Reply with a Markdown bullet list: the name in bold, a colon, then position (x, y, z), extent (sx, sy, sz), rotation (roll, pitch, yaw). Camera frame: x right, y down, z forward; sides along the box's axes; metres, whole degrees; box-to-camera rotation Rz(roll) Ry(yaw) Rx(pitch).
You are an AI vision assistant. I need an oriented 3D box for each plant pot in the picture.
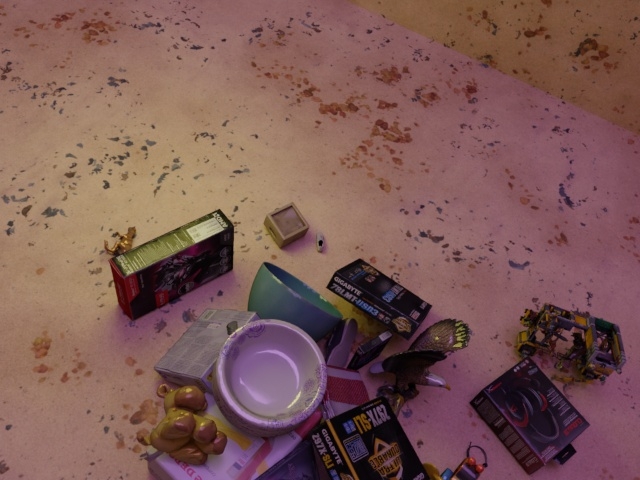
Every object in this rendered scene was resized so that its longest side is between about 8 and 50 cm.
- **plant pot**: position (-0.106, 0.224, 1.833), extent (0.290, 0.290, 0.195), rotation (36, 94, 14)

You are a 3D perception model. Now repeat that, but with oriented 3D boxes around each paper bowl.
- **paper bowl**: position (-0.136, 0.356, 1.568), extent (0.284, 0.148, 0.284), rotation (9, 58, -14)

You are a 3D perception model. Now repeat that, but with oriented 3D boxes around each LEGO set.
- **LEGO set**: position (0.775, 0.353, 1.905), extent (0.331, 0.255, 0.192), rotation (26, 37, -1)

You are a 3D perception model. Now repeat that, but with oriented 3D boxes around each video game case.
- **video game case**: position (-0.107, 0.653, 1.531), extent (0.274, 0.196, 0.026), rotation (-25, 23, -39)

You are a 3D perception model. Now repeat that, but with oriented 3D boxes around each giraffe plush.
- **giraffe plush**: position (-0.332, 0.433, 1.500), extent (0.210, 0.181, 0.170), rotation (-19, 38, 19)

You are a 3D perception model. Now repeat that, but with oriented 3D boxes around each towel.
- **towel**: position (0.092, 0.496, 1.693), extent (0.237, 0.037, 0.329), rotation (25, 37, -47)

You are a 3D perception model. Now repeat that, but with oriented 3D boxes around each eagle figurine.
- **eagle figurine**: position (0.284, 0.355, 1.766), extent (0.225, 0.298, 0.226), rotation (9, 30, -11)

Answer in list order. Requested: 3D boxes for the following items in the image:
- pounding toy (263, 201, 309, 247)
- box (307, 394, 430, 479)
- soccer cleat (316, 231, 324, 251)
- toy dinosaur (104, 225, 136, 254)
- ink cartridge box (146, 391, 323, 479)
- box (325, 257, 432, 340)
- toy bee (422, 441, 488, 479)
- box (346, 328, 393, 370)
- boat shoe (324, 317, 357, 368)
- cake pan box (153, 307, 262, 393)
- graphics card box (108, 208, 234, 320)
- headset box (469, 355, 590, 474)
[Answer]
- **pounding toy**: position (-0.122, -0.063, 2.130), extent (0.130, 0.100, 0.141), rotation (-28, 75, -27)
- **box**: position (0.131, 0.549, 1.552), extent (0.322, 0.079, 0.257), rotation (4, 52, -59)
- **soccer cleat**: position (0.000, 0.000, 2.133), extent (0.029, 0.036, 0.083), rotation (6, 54, -7)
- **toy dinosaur**: position (-0.632, 0.028, 1.967), extent (0.112, 0.064, 0.212), rotation (2, 55, -12)
- **ink cartridge box**: position (-0.224, 0.533, 1.626), extent (0.279, 0.160, 0.384), rotation (38, 56, 15)
- **box**: position (0.193, 0.176, 1.922), extent (0.293, 0.073, 0.295), rotation (31, 14, 14)
- **toy bee**: position (0.369, 0.649, 1.665), extent (0.195, 0.162, 0.298), rotation (20, 53, 6)
- **box**: position (0.147, 0.335, 1.844), extent (0.116, 0.162, 0.029), rotation (-27, 68, -26)
- **boat shoe**: position (0.050, 0.331, 1.904), extent (0.065, 0.075, 0.206), rotation (-4, 47, 41)
- **cake pan box**: position (-0.316, 0.301, 1.731), extent (0.246, 0.266, 0.070), rotation (-49, 120, -34)
- **graphics card box**: position (-0.440, 0.073, 1.869), extent (0.371, 0.233, 0.094), rotation (-29, 61, -29)
- **headset box**: position (0.633, 0.530, 1.835), extent (0.218, 0.110, 0.293), rotation (-25, 63, -27)
